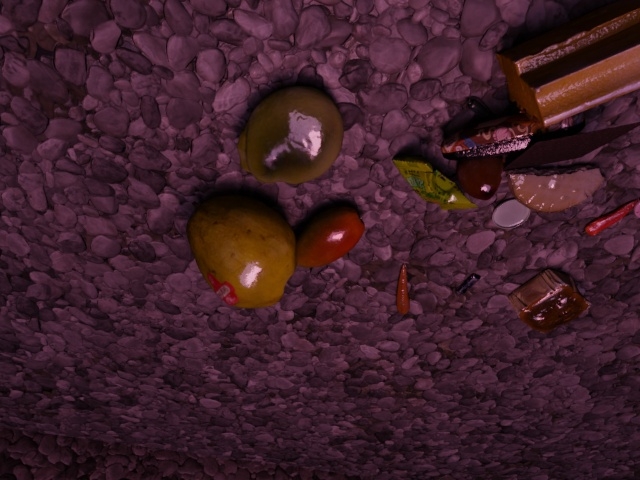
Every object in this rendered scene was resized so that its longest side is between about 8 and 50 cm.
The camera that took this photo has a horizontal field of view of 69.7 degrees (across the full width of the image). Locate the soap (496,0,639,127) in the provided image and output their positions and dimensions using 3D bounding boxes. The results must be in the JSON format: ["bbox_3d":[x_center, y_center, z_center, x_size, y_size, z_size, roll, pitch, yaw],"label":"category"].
[{"bbox_3d":[0.550,-0.370,0.960,0.280,0.259,0.143,-21,122,14],"label":"soap"}]

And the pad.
[{"bbox_3d":[0.577,-0.216,1.101,0.219,0.330,0.004,-10,86,7],"label":"pad"}]

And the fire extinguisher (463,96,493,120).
[{"bbox_3d":[0.393,-0.332,1.145,0.083,0.025,0.038,25,89,-20],"label":"fire extinguisher"}]

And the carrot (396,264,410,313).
[{"bbox_3d":[0.281,0.168,1.568,0.048,0.048,0.216,-5,126,5],"label":"carrot"}]

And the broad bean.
[{"bbox_3d":[-0.074,-0.251,1.156,0.291,0.119,0.238,-36,113,24],"label":"broad bean"}]

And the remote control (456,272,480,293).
[{"bbox_3d":[0.504,0.150,1.566,0.039,0.014,0.096,22,129,-18],"label":"remote control"}]

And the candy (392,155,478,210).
[{"bbox_3d":[0.308,-0.141,1.243,0.246,0.149,0.069,29,85,-29],"label":"candy"}]

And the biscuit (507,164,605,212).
[{"bbox_3d":[0.650,-0.138,1.277,0.289,0.038,0.141,-4,122,-5],"label":"biscuit"}]

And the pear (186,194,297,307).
[{"bbox_3d":[-0.228,0.015,1.299,0.375,0.287,0.287,42,124,4],"label":"pear"}]

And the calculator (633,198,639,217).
[{"bbox_3d":[0.998,-0.113,1.329,0.165,0.024,0.103,-22,127,19],"label":"calculator"}]

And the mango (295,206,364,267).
[{"bbox_3d":[0.005,0.002,1.372,0.146,0.129,0.289,34,131,-24],"label":"mango"}]

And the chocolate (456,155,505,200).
[{"bbox_3d":[0.427,-0.173,1.211,0.127,0.133,0.124,-2,128,-1],"label":"chocolate"}]

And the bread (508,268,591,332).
[{"bbox_3d":[0.773,0.212,1.556,0.192,0.110,0.210,31,124,-26],"label":"bread"}]

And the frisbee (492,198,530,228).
[{"bbox_3d":[0.566,-0.080,1.367,0.110,0.014,0.110,0,130,1],"label":"frisbee"}]

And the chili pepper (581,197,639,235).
[{"bbox_3d":[0.866,-0.065,1.370,0.045,0.027,0.178,36,120,-26],"label":"chili pepper"}]

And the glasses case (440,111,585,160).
[{"bbox_3d":[0.448,-0.253,1.098,0.320,0.122,0.082,-8,114,32],"label":"glasses case"}]
